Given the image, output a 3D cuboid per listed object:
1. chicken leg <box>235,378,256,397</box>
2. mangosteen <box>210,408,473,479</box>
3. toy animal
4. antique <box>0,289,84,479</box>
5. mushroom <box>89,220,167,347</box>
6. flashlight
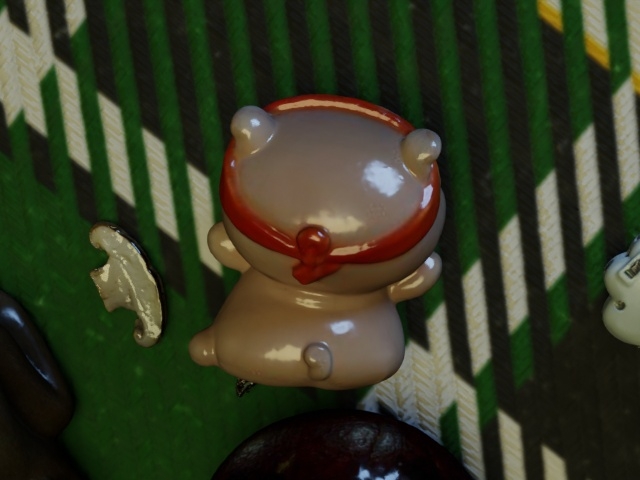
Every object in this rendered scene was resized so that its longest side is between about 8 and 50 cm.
[{"bbox_3d":[-0.039,0.079,1.030,0.036,0.021,0.083,12,100,-1],"label":"chicken leg"},{"bbox_3d":[0.009,0.222,0.955,0.216,0.216,0.216,2,101,9],"label":"mangosteen"},{"bbox_3d":[0.000,0.000,0.945,0.171,0.171,0.198,13,108,6],"label":"toy animal"},{"bbox_3d":[-0.246,0.163,1.021,0.121,0.143,0.257,-13,101,9],"label":"antique"},{"bbox_3d":[-0.143,0.031,1.039,0.049,0.019,0.101,-22,94,12],"label":"mushroom"},{"bbox_3d":[0.281,0.075,0.967,0.200,0.047,0.093,44,105,-4],"label":"flashlight"}]
